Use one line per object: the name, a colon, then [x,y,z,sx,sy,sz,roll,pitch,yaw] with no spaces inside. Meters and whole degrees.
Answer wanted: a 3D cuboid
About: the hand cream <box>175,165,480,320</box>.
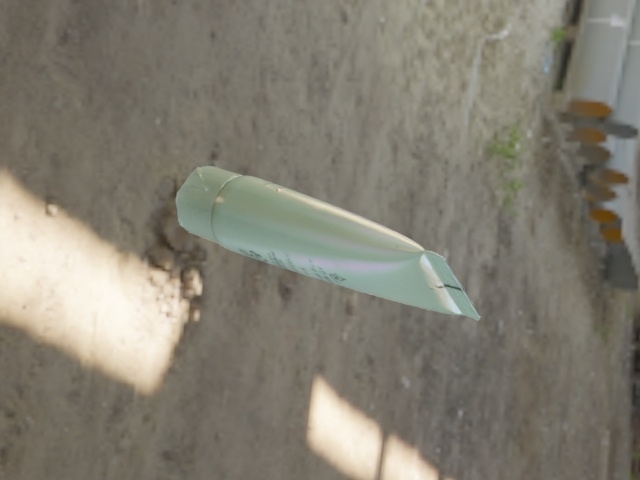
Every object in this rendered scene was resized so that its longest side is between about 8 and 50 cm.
hand cream: [0.000,0.000,0.719,0.050,0.205,0.078,-58,144,-18]
